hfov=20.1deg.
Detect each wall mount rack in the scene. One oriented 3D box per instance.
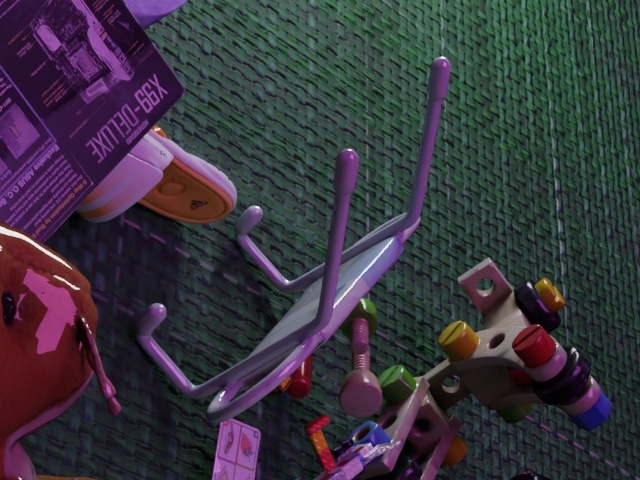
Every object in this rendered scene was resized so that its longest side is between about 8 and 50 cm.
[{"bbox_3d":[0.000,0.000,1.573,0.130,0.304,0.350,51,37,-7],"label":"wall mount rack"}]

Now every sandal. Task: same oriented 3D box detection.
[{"bbox_3d":[-0.165,-0.051,1.573,0.265,0.102,0.076,27,46,-43],"label":"sandal"}]

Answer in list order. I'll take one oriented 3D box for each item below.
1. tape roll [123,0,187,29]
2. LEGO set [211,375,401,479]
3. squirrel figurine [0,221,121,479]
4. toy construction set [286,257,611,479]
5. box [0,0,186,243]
[{"bbox_3d":[-0.232,-0.312,1.662,0.275,0.090,0.275,30,47,-38],"label":"tape roll"},{"bbox_3d":[-0.019,0.235,1.589,0.182,0.060,0.244,28,60,-40],"label":"LEGO set"},{"bbox_3d":[-0.281,0.171,1.050,0.397,0.281,0.370,-4,99,-13],"label":"squirrel figurine"},{"bbox_3d":[0.115,0.120,1.778,0.309,0.257,0.237,24,28,-14],"label":"toy construction set"},{"bbox_3d":[-0.275,-0.110,1.376,0.307,0.076,0.242,-51,120,-29],"label":"box"}]
